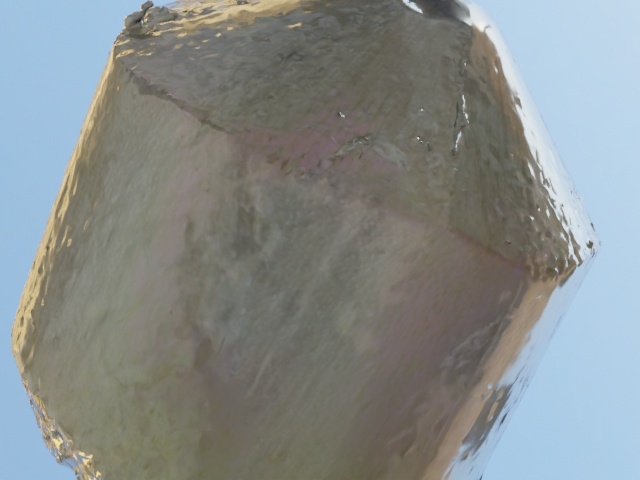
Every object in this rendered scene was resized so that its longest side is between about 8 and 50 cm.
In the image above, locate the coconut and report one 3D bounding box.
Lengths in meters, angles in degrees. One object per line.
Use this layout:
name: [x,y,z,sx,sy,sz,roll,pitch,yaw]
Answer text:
coconut: [0.000,0.000,0.607,0.239,0.239,0.244,20,-78,-18]
